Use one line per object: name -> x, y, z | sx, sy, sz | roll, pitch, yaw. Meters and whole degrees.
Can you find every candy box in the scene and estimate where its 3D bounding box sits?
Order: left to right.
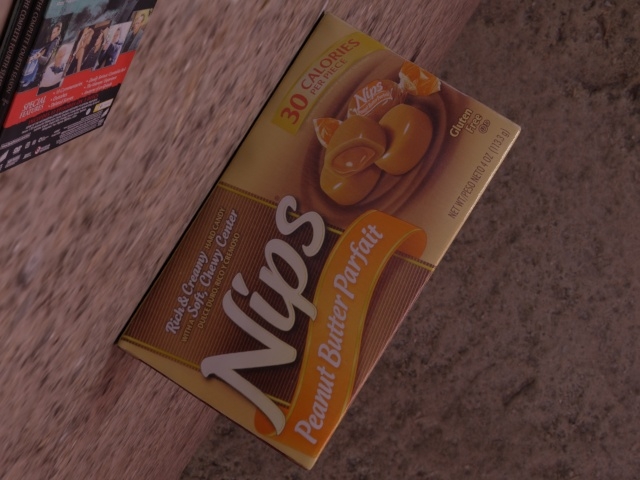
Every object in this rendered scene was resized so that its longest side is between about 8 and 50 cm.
candy box -> 0.000, 0.000, 0.760 | 0.316, 0.183, 0.087 | -58, 175, 0

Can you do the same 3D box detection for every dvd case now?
dvd case -> -0.084, -0.084, 0.341 | 0.119, 0.013, 0.087 | -59, 176, 27
